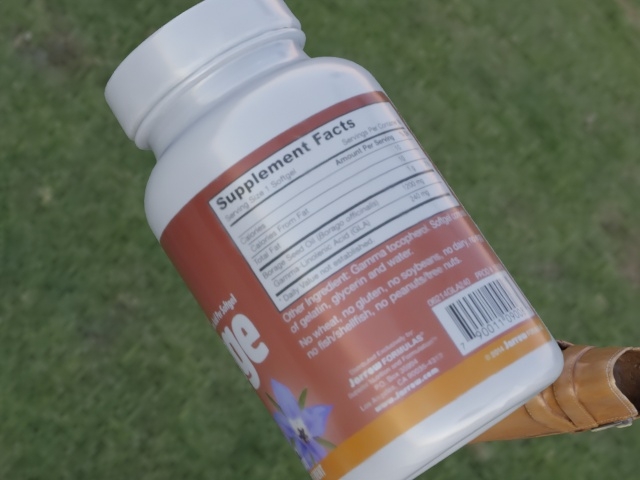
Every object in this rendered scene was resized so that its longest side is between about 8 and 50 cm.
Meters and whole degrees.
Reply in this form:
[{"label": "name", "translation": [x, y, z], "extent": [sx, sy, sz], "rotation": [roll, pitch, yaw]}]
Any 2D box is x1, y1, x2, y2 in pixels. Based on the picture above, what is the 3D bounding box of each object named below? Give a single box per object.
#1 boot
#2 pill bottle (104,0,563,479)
[{"label": "boot", "translation": [0.107, 0.090, 1.103], "extent": [0.197, 0.152, 0.073], "rotation": [-9, 92, -52]}, {"label": "pill bottle", "translation": [0.000, 0.000, 0.811], "extent": [0.216, 0.121, 0.121], "rotation": [56, 33, 10]}]
